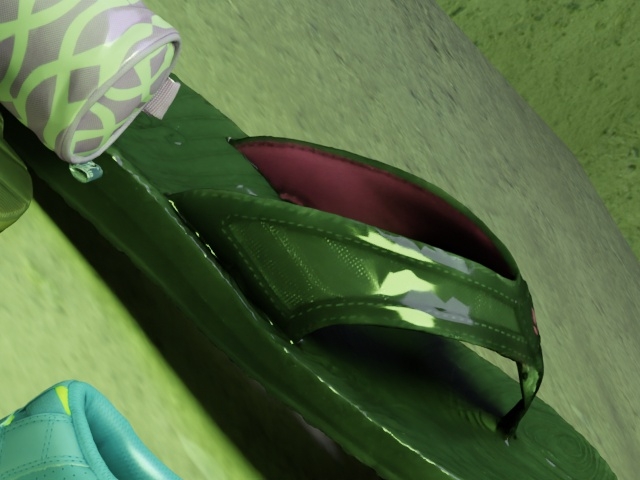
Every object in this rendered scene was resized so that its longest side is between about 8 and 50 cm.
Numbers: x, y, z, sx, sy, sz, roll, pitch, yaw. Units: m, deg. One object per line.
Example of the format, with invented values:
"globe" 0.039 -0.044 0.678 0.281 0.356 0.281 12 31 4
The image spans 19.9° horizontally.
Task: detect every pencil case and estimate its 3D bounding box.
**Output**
"pencil case" -0.153 -0.128 0.860 0.206 0.086 0.088 45 25 7

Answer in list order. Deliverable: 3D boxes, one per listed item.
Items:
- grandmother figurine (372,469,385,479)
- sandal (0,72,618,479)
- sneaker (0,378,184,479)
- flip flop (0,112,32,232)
"grandmother figurine" 0.062 0.111 1.092 0.208 0.104 0.342 36 18 -29
"sandal" -0.002 0.000 0.943 0.445 0.107 0.167 40 23 -5
"sneaker" -0.053 0.148 0.546 0.240 0.126 0.091 56 14 11
"flip flop" -0.180 -0.047 0.724 0.112 0.080 0.277 53 -3 -18
